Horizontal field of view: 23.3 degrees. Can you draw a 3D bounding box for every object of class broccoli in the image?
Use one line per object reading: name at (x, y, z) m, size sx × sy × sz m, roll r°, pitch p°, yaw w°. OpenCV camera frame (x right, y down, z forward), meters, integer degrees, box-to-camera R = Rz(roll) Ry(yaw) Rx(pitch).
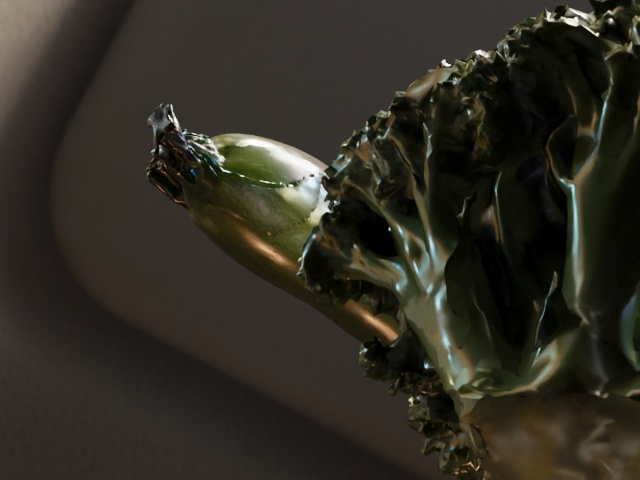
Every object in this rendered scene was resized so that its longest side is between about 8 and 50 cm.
broccoli at (0.149, 0.043, 0.722) m, size 0.321 × 0.303 × 0.283 m, roll -12°, pitch -161°, yaw 29°

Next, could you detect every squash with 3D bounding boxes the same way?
squash at (-0.001, 0.001, 0.964) m, size 0.087 × 0.331 × 0.087 m, roll -19°, pitch -124°, yaw 31°
